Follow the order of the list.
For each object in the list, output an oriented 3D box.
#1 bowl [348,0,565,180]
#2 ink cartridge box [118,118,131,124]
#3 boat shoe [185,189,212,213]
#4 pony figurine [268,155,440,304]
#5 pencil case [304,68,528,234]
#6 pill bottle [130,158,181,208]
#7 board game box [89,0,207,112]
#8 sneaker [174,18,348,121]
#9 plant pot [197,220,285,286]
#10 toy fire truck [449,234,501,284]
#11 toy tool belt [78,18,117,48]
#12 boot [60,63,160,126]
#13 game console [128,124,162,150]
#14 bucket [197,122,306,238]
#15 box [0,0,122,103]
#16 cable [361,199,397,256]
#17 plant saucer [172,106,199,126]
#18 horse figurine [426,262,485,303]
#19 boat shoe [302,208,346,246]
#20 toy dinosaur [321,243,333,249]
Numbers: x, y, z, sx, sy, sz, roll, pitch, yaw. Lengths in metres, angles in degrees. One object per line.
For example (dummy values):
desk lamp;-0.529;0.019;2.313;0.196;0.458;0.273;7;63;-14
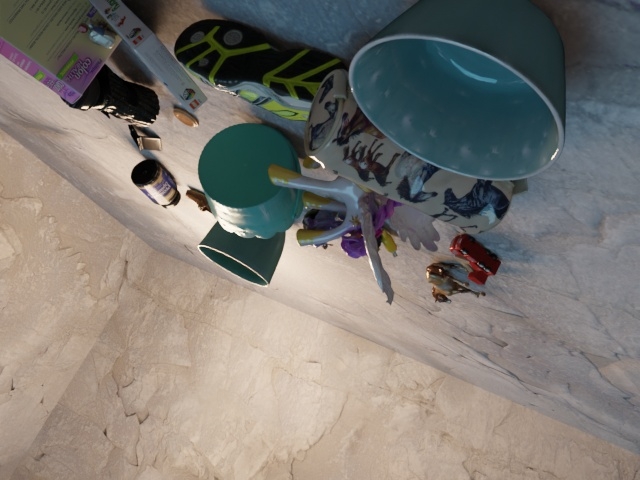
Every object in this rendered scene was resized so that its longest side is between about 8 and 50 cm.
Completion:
bowl;0.215;-0.237;0.869;0.312;0.163;0.311;27;164;8
ink cartridge box;-0.615;-0.418;1.877;0.099;0.056;0.135;10;155;46
boat shoe;-0.467;-0.148;2.454;0.178;0.060;0.064;27;164;6
pony figurine;0.098;-0.068;1.408;0.364;0.303;0.351;-1;124;34
pencil case;0.162;-0.153;1.096;0.410;0.159;0.183;22;143;-21
pill bottle;-0.643;-0.216;2.424;0.123;0.122;0.219;21;163;25
board game box;-0.371;-0.411;1.294;0.305;0.053;0.193;47;178;37
sneaker;-0.122;-0.317;1.220;0.385;0.145;0.147;26;163;15
plant pot;-0.263;-0.004;2.241;0.293;0.235;0.293;26;164;8
toy fire truck;0.407;0.053;1.647;0.192;0.047;0.135;35;164;-19
toy tool belt;-0.495;-0.467;1.366;0.083;0.051;0.052;24;134;-33
boot;-0.615;-0.450;1.656;0.348;0.131;0.260;54;-157;16
game console;-0.608;-0.361;2.122;0.107;0.071;0.122;58;163;5
bucket;-0.177;-0.158;1.587;0.281;0.281;0.183;25;163;13
box;-0.601;-0.477;1.391;0.243;0.213;0.117;36;162;-27
cable;0.148;-0.061;1.769;0.139;0.072;0.287;38;160;36
plant saucer;-0.392;-0.355;1.779;0.083;0.013;0.083;25;164;8
horse figurine;0.390;0.127;1.875;0.174;0.066;0.263;8;157;37
boat shoe;-0.010;-0.057;1.918;0.092;0.103;0.285;37;159;-10
toy dinosaur;0.000;0.000;2.131;0.090;0.047;0.082;-2;130;3
